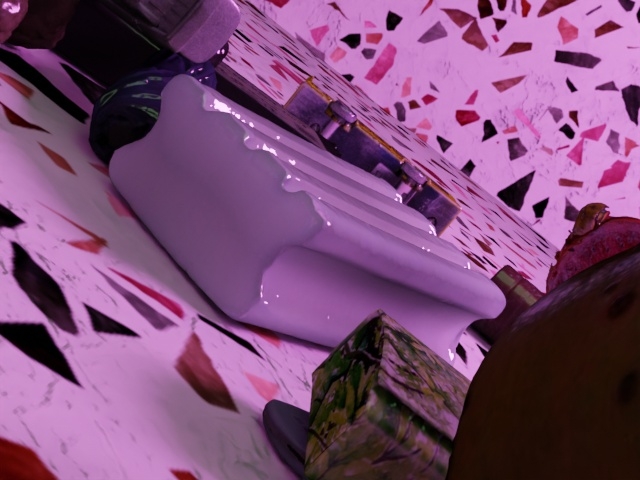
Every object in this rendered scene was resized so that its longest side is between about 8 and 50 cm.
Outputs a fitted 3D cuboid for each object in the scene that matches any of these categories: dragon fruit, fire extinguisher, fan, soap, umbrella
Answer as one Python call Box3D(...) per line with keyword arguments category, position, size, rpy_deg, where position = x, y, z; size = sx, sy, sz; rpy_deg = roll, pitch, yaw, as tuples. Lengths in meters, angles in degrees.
Box3D(category="dragon fruit", position=(0.370, 0.086, 1.433), size=(0.282, 0.211, 0.147), rpy_deg=(66, 21, 3))
Box3D(category="fire extinguisher", position=(0.257, 0.138, 1.173), size=(0.267, 0.072, 0.089), rpy_deg=(41, -30, 13))
Box3D(category="fan", position=(0.075, 0.145, 0.673), size=(0.282, 0.023, 0.057), rpy_deg=(28, 14, -37))
Box3D(category="soap", position=(0.000, 0.000, 0.832), size=(0.160, 0.087, 0.265), rpy_deg=(45, 12, 32))
Box3D(category="umbrella", position=(-0.114, -0.109, 0.907), size=(0.071, 0.071, 0.248), rpy_deg=(37, 21, -10))

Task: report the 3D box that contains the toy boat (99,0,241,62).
Box3D(category="toy boat", position=(-0.146, -0.213, 0.931), size=(0.085, 0.078, 0.260), rpy_deg=(38, 5, -42))

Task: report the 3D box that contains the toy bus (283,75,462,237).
Box3D(category="toy bus", position=(0.050, -0.085, 1.350), size=(0.226, 0.081, 0.074), rpy_deg=(37, 12, -9))

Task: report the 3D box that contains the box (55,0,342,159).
Box3D(category="box", position=(-0.123, -0.144, 1.106), size=(0.350, 0.058, 0.211), rpy_deg=(35, 10, -17))

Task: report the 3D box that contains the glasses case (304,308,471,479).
Box3D(category="glasses case", position=(0.114, 0.149, 0.611), size=(0.272, 0.062, 0.095), rpy_deg=(38, 19, -14))

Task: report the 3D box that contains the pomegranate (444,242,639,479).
Box3D(category="pomegranate", position=(0.159, 0.125, 0.385), size=(0.291, 0.291, 0.323), rpy_deg=(41, 23, 11))

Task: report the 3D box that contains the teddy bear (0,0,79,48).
Box3D(category="teddy bear", position=(-0.250, -0.226, 0.847), size=(0.190, 0.140, 0.177), rpy_deg=(31, 13, 6))
